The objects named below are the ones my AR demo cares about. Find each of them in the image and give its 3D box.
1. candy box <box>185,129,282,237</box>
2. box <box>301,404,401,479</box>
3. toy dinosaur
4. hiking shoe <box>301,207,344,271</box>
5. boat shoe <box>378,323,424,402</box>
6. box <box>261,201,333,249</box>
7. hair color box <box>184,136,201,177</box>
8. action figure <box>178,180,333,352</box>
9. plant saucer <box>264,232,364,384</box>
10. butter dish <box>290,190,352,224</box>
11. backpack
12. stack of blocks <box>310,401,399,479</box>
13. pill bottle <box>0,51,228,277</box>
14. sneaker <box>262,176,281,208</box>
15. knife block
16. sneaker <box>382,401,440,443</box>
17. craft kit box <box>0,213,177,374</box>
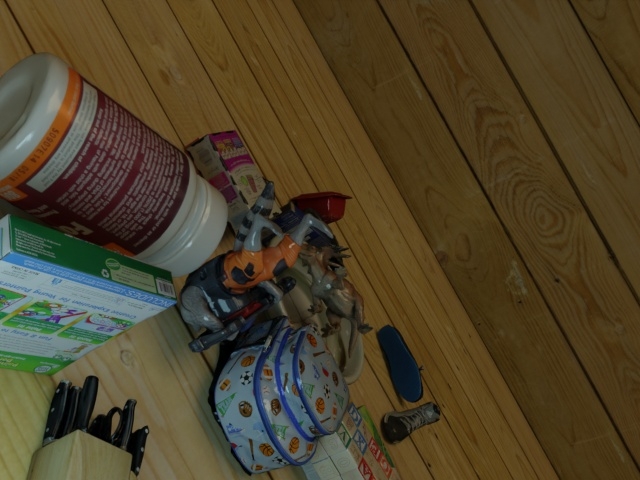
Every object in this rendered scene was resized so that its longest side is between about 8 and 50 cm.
[{"bbox_3d":[-0.198,-0.136,1.558,0.233,0.071,0.159,60,21,-2],"label":"candy box"},{"bbox_3d":[0.080,0.530,1.509,0.232,0.058,0.322,64,20,7],"label":"box"},{"bbox_3d":[0.044,0.124,1.593,0.296,0.127,0.200,61,13,-17],"label":"toy dinosaur"},{"bbox_3d":[0.000,0.000,2.002,0.114,0.086,0.227,-81,147,-73],"label":"hiking shoe"},{"bbox_3d":[0.267,0.379,2.075,0.089,0.109,0.258,36,34,-55],"label":"boat shoe"},{"bbox_3d":[-0.065,-0.003,1.751,0.225,0.136,0.036,42,27,-42],"label":"box"},{"bbox_3d":[-0.263,-0.156,1.610,0.093,0.053,0.167,23,44,-57],"label":"hair color box"},{"bbox_3d":[-0.137,0.053,1.254,0.178,0.330,0.341,51,23,4],"label":"action figure"},{"bbox_3d":[-0.039,0.178,1.629,0.400,0.100,0.400,49,23,-30],"label":"plant saucer"},{"bbox_3d":[0.006,-0.086,2.053,0.160,0.160,0.118,3,83,-66],"label":"butter dish"},{"bbox_3d":[-0.076,0.299,1.262,0.276,0.213,0.263,58,31,-14],"label":"backpack"},{"bbox_3d":[0.083,0.504,1.351,0.297,0.087,0.171,60,22,-3],"label":"stack of blocks"},{"bbox_3d":[-0.350,-0.101,1.096,0.392,0.224,0.224,38,30,-44],"label":"pill bottle"},{"bbox_3d":[-0.166,-0.144,1.762,0.225,0.093,0.088,63,21,7],"label":"sneaker"},{"bbox_3d":[-0.319,0.300,0.838,0.242,0.088,0.275,62,21,5],"label":"knife block"},{"bbox_3d":[0.267,0.498,1.877,0.228,0.132,0.086,6,57,-66],"label":"sneaker"},{"bbox_3d":[-0.353,0.082,0.820,0.250,0.246,0.061,30,33,-54],"label":"craft kit box"}]
